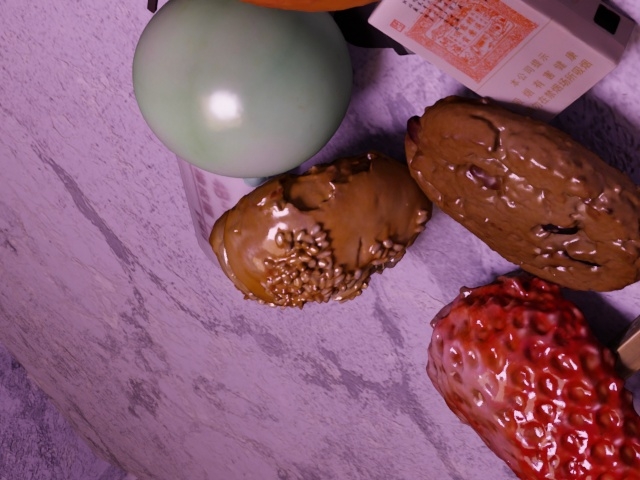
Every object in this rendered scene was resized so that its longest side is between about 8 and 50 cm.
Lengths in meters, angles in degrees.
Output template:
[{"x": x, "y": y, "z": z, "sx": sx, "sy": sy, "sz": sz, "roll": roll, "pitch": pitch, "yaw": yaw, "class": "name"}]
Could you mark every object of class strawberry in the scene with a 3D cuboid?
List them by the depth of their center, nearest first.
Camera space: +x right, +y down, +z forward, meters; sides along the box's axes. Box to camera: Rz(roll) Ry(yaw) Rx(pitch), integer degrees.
[{"x": 0.253, "y": 0.205, "z": 1.214, "sx": 0.336, "sy": 0.149, "sz": 0.265, "roll": 57, "pitch": 155, "yaw": 23, "class": "strawberry"}]

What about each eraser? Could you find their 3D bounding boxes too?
[{"x": -0.120, "y": -0.055, "z": 1.453, "sx": 0.174, "sy": 0.095, "sz": 0.270, "roll": 29, "pitch": 149, "yaw": 23, "class": "eraser"}]

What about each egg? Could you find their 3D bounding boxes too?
[{"x": -0.089, "y": -0.178, "z": 1.105, "sx": 0.270, "sy": 0.220, "sz": 0.220, "roll": 6, "pitch": 137, "yaw": 49, "class": "egg"}]

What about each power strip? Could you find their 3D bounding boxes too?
[{"x": 0.358, "y": 0.135, "z": 1.189, "sx": 0.044, "sy": 0.064, "sz": 0.305, "roll": 37, "pitch": 151, "yaw": 10, "class": "power strip"}]

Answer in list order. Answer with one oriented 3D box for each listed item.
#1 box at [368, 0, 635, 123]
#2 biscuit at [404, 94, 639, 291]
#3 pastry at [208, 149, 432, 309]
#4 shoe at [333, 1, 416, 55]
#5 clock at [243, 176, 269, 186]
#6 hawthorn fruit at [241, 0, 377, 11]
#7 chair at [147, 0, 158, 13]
[{"x": 0.161, "y": -0.199, "z": 0.919, "sx": 0.201, "sy": 0.058, "sz": 0.141, "roll": 33, "pitch": 152, "yaw": -9, "class": "box"}, {"x": 0.212, "y": -0.037, "z": 1.044, "sx": 0.296, "sy": 0.075, "sz": 0.296, "roll": 29, "pitch": 165, "yaw": 9, "class": "biscuit"}, {"x": 0.000, "y": 0.000, "z": 1.227, "sx": 0.311, "sy": 0.255, "sz": 0.161, "roll": 145, "pitch": 109, "yaw": -76, "class": "pastry"}, {"x": 0.075, "y": -0.218, "z": 1.037, "sx": 0.179, "sy": 0.049, "sz": 0.071, "roll": 5, "pitch": 137, "yaw": 46, "class": "shoe"}, {"x": -0.105, "y": -0.139, "z": 1.311, "sx": 0.135, "sy": 0.101, "sz": 0.041, "roll": 35, "pitch": 160, "yaw": 19, "class": "clock"}, {"x": -0.002, "y": -0.366, "z": 0.564, "sx": 0.472, "sy": 0.471, "sz": 0.471, "roll": 29, "pitch": 150, "yaw": 19, "class": "hawthorn fruit"}, {"x": -0.181, "y": -0.357, "z": 1.107, "sx": 0.101, "sy": 0.084, "sz": 0.212, "roll": 37, "pitch": 152, "yaw": -3, "class": "chair"}]
